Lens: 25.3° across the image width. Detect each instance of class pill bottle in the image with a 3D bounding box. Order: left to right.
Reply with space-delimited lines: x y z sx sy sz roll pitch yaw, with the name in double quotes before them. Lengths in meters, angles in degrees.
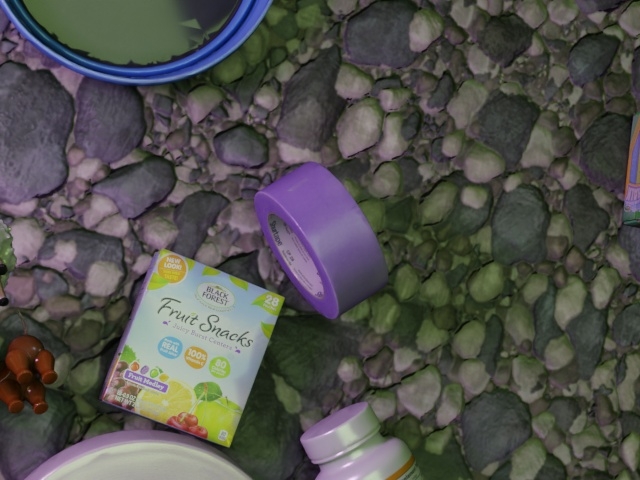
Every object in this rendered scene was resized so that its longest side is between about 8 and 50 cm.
"pill bottle" 0.075 0.338 1.824 0.136 0.136 0.245 -29 93 -16

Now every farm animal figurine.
"farm animal figurine" -0.494 0.129 1.660 0.330 0.172 0.326 -21 133 -16

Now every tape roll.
"tape roll" -0.220 0.427 1.742 0.392 0.072 0.392 -1 94 -13
"tape roll" 0.000 0.000 1.803 0.080 0.189 0.189 -33 95 -15

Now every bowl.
"bowl" -0.241 -0.387 1.826 0.391 0.077 0.391 1 85 -16

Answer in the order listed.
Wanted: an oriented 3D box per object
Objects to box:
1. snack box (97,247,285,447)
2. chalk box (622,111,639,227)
"snack box" -0.164 0.137 1.809 0.174 0.070 0.207 22 78 -12
"chalk box" 0.511 -0.075 1.981 0.132 0.132 0.213 8 84 -14
